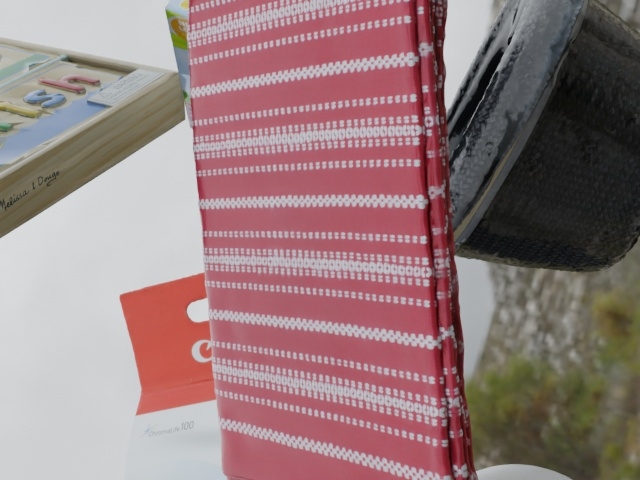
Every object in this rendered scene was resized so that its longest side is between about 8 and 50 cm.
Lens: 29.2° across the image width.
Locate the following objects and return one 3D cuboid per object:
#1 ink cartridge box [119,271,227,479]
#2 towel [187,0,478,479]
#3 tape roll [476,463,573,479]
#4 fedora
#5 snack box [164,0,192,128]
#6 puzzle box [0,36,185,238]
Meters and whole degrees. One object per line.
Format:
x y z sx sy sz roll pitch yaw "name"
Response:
-0.098 0.222 1.463 0.091 0.308 0.385 -5 -99 -66 "ink cartridge box"
0.000 0.000 0.596 0.031 0.199 0.275 -7 -86 -36 "towel"
0.158 0.337 1.134 0.169 0.246 0.246 4 -79 -59 "tape roll"
0.172 -0.068 0.904 0.334 0.152 0.334 -64 0 1 "fedora"
-0.024 -0.126 0.975 0.207 0.174 0.070 91 -158 -69 "snack box"
-0.338 -0.076 1.034 0.409 0.272 0.052 -42 -42 -50 "puzzle box"
